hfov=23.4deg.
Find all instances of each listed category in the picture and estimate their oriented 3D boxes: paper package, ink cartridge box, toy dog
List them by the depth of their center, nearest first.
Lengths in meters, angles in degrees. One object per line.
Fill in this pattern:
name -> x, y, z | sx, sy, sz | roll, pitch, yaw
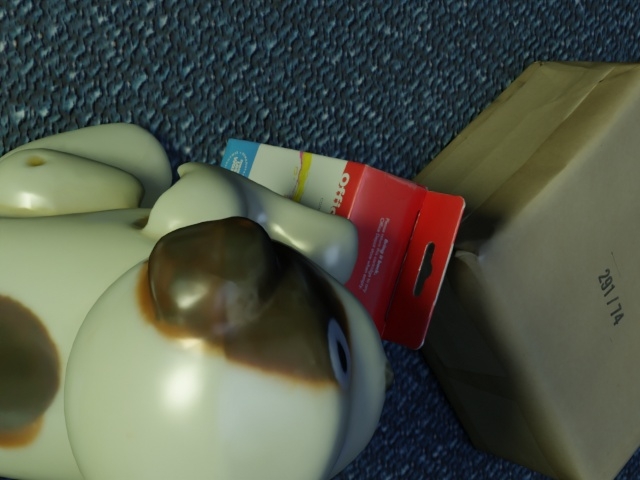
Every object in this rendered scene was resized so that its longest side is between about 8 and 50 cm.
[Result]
toy dog -> -0.130, 0.065, 1.060 | 0.395, 0.408, 0.285 | 6, 94, -41
ink cartridge box -> 0.000, 0.000, 1.271 | 0.078, 0.231, 0.134 | 19, 86, -41
paper package -> 0.242, 0.029, 1.524 | 0.309, 0.168, 0.325 | -44, 123, -24
